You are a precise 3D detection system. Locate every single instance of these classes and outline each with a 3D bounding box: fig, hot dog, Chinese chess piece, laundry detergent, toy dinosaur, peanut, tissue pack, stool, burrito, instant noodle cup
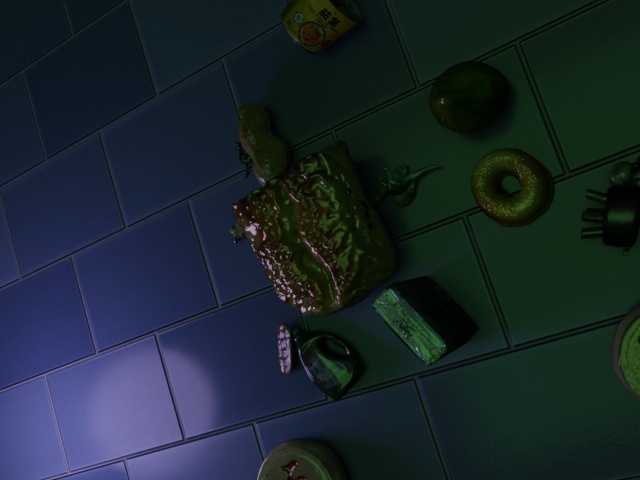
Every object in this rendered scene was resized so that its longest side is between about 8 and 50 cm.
[{"bbox_3d":[0.326,-0.310,1.487,0.167,0.233,0.167,19,139,17],"label":"fig"},{"bbox_3d":[0.000,0.000,1.648,0.367,0.196,0.365,-30,82,31],"label":"hot dog"},{"bbox_3d":[-0.045,0.642,1.719,0.249,0.103,0.250,-1,88,25],"label":"Chinese chess piece"},{"bbox_3d":[0.009,0.300,1.715,0.211,0.063,0.137,44,104,22],"label":"laundry detergent"},{"bbox_3d":[0.202,-0.133,1.634,0.187,0.044,0.106,0,104,14],"label":"toy dinosaur"},{"bbox_3d":[-0.153,-0.254,1.769,0.263,0.117,0.101,62,149,16],"label":"peanut"},{"bbox_3d":[0.240,0.175,1.490,0.185,0.257,0.081,46,111,19],"label":"tissue pack"},{"bbox_3d":[0.726,0.234,1.340,0.250,0.097,0.251,0,91,26],"label":"Chinese chess piece"},{"bbox_3d":[0.620,-0.078,1.382,0.121,0.125,0.217,11,85,27],"label":"stool"},{"bbox_3d":[-0.189,-0.060,1.823,0.171,0.042,0.051,-45,69,22],"label":"burrito"},{"bbox_3d":[-0.003,-0.571,1.665,0.144,0.182,0.182,-37,74,32],"label":"instant noodle cup"}]

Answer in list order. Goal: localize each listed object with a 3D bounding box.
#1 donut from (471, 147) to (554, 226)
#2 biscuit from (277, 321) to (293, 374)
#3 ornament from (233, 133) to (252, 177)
[{"bbox_3d":[0.429,-0.124,1.498,0.174,0.074,0.190,-34,75,22],"label":"donut"},{"bbox_3d":[-0.094,0.290,1.766,0.071,0.018,0.147,12,107,55],"label":"biscuit"},{"bbox_3d":[-0.201,-0.242,1.836,0.073,0.028,0.125,-19,83,26],"label":"ornament"}]
